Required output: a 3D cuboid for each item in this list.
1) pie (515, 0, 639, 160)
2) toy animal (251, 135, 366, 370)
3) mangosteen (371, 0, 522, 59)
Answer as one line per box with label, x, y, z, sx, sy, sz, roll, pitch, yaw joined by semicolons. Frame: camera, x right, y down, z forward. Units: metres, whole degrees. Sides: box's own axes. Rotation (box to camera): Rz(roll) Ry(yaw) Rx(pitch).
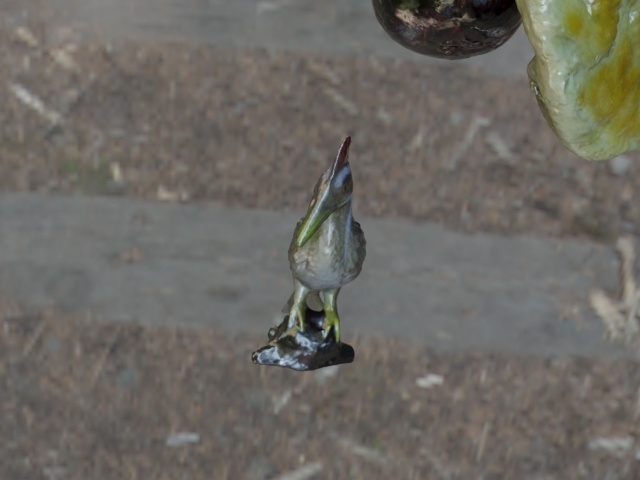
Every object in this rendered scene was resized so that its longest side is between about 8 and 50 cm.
pie;0.277;-0.219;1.463;0.337;0.337;0.075;-30;40;-31
toy animal;-0.001;0.010;1.211;0.070;0.202;0.105;8;44;-2
mangosteen;0.115;-0.236;1.607;0.152;0.152;0.152;4;46;-4
